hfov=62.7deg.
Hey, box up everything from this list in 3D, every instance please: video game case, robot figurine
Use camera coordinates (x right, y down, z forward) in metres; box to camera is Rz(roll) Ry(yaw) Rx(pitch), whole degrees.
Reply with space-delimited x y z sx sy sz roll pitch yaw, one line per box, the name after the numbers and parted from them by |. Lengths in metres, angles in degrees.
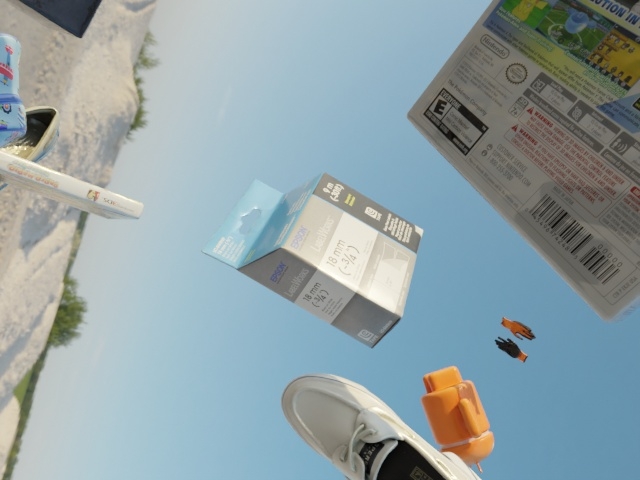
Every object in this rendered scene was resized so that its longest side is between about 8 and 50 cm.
0.265 -0.144 0.493 0.300 0.036 0.329 -53 -130 25 | video game case
0.300 0.394 1.158 0.158 0.128 0.220 -33 -112 39 | robot figurine
-0.365 -0.073 0.710 0.227 0.206 0.026 3 -106 59 | video game case

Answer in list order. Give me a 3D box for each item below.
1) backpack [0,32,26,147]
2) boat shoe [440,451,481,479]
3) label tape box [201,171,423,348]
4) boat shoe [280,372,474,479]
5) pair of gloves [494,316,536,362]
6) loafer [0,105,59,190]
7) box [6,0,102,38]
-0.271 -0.071 0.325 0.158 0.173 0.117 -8 -75 31 | backpack
0.265 0.441 0.800 0.258 0.084 0.095 61 -42 40 | boat shoe
0.000 0.000 0.928 0.106 0.333 0.241 -57 -175 41 | label tape box
0.063 0.242 0.595 0.096 0.267 0.088 -53 162 -5 | boat shoe
0.402 0.204 1.088 0.074 0.010 0.083 30 -56 36 | pair of gloves
-0.541 -0.123 0.829 0.111 0.112 0.320 -30 -157 40 | loafer
-0.353 -0.325 0.611 0.156 0.158 0.093 31 -86 45 | box
